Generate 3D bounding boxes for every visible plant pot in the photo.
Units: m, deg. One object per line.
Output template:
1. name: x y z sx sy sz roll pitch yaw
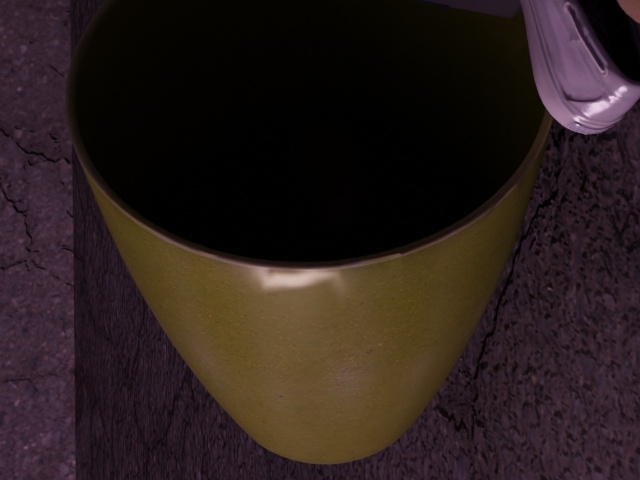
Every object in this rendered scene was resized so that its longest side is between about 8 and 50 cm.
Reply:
1. plant pot: 0.000 0.000 1.175 0.293 0.275 0.274 87 169 -51

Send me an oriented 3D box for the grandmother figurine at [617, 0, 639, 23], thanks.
1. grandmother figurine: 0.183 -0.149 0.613 0.342 0.208 0.104 70 -163 -77

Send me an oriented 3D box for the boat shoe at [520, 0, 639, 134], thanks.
1. boat shoe: 0.132 -0.150 1.006 0.063 0.066 0.184 -37 55 53

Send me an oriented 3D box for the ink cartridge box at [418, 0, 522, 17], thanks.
1. ink cartridge box: 0.078 -0.196 1.079 0.052 0.089 0.122 121 154 -60
